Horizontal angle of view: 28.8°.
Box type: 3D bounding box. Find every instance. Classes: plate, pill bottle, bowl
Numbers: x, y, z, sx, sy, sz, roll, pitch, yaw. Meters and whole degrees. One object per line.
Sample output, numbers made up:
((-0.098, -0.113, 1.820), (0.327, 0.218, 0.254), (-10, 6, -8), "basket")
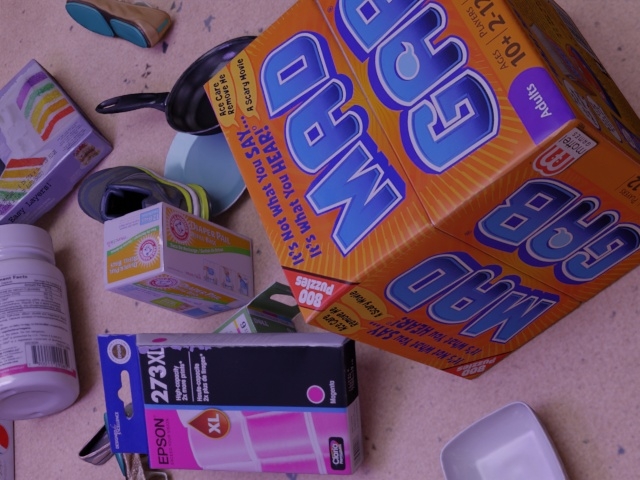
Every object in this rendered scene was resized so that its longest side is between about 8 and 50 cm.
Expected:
((-0.164, -0.120, 1.910), (0.188, 0.024, 0.188), (-12, 69, 34), "plate")
((-0.477, 0.127, 1.974), (0.160, 0.160, 0.283), (-28, 60, 27), "pill bottle")
((0.224, 0.278, 1.473), (0.142, 0.053, 0.142), (-36, 57, 21), "bowl")

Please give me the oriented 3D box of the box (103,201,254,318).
((-0.199, 0.032, 1.770), (0.114, 0.203, 0.103), (-17, 66, 31), "box")

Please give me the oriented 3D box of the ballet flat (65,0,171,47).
((-0.338, -0.379, 2.108), (0.232, 0.080, 0.073), (26, 64, 37), "ballet flat")

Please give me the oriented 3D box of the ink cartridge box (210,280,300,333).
((-0.096, 0.150, 1.716), (0.209, 0.109, 0.062), (-40, 56, 19), "ink cartridge box")

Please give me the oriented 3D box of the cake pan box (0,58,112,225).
((-0.515, -0.147, 2.122), (0.267, 0.070, 0.245), (-43, 51, 2), "cake pan box")

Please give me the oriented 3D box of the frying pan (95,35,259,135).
((-0.203, -0.204, 1.907), (0.326, 0.053, 0.197), (-26, 41, 17), "frying pan")

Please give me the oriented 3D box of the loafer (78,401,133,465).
((-0.315, 0.291, 1.877), (0.125, 0.039, 0.045), (-48, 54, 14), "loafer")

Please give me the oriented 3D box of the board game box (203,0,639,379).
((0.152, -0.105, 1.457), (0.356, 0.356, 0.356), (-38, 56, 21), "board game box")

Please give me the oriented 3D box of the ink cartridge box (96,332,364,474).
((-0.131, 0.212, 1.644), (0.371, 0.069, 0.175), (-1, 101, 20), "ink cartridge box")

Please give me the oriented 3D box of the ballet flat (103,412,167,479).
((-0.260, 0.336, 1.811), (0.067, 0.073, 0.206), (-13, 68, -14), "ballet flat")

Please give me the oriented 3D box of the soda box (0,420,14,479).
((-0.541, 0.360, 2.000), (0.069, 0.074, 0.216), (-20, 64, 30), "soda box")

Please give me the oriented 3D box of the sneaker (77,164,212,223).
((-0.294, -0.062, 1.904), (0.300, 0.121, 0.111), (9, 93, 48), "sneaker")
